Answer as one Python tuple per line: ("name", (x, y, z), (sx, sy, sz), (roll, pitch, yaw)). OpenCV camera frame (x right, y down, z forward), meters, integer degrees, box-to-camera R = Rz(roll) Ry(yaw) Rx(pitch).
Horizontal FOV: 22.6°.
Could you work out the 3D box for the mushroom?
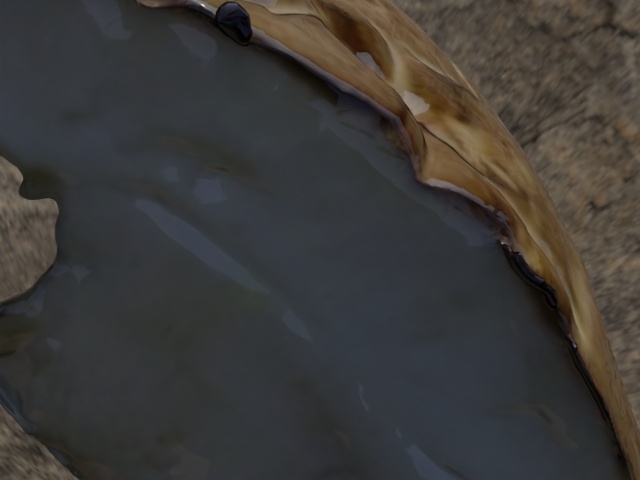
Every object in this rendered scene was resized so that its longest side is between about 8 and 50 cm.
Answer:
("mushroom", (0.000, 0.000, 0.472), (0.156, 0.151, 0.286), (-34, 106, 29))
